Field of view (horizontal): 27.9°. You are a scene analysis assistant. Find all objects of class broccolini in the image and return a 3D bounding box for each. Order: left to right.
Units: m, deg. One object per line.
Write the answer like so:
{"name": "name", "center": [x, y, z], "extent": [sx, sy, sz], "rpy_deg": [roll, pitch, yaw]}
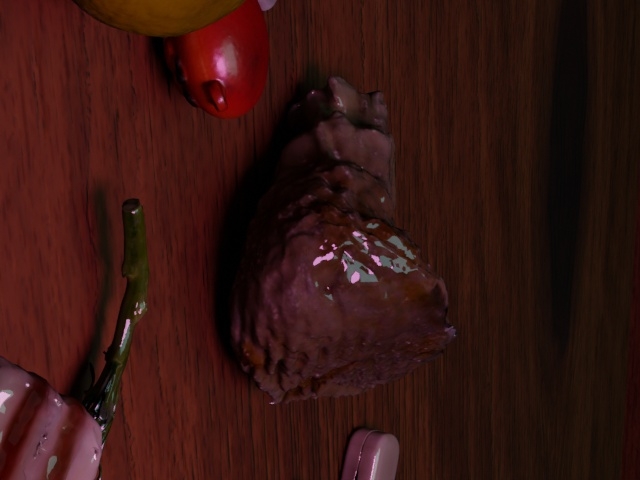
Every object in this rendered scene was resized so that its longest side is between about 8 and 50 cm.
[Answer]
{"name": "broccolini", "center": [-0.190, 0.097, 1.016], "extent": [0.123, 0.062, 0.271], "rpy_deg": [-2, 106, -79]}

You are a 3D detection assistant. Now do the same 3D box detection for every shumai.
{"name": "shumai", "center": [-0.002, -0.003, 1.317], "extent": [0.346, 0.217, 0.283], "rpy_deg": [59, 14, -67]}

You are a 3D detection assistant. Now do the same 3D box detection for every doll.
{"name": "doll", "center": [-0.085, -0.186, 1.127], "extent": [0.183, 0.085, 0.217], "rpy_deg": [63, 25, -53]}

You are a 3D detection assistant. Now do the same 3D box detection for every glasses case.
{"name": "glasses case", "center": [0.052, 0.332, 1.595], "extent": [0.083, 0.050, 0.196], "rpy_deg": [21, 79, -66]}

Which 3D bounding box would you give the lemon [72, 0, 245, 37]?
{"name": "lemon", "center": [-0.112, -0.246, 0.940], "extent": [0.248, 0.184, 0.184], "rpy_deg": [-66, 155, -64]}

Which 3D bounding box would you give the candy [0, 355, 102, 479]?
{"name": "candy", "center": [-0.269, 0.213, 0.758], "extent": [0.135, 0.179, 0.320], "rpy_deg": [54, 49, -53]}
